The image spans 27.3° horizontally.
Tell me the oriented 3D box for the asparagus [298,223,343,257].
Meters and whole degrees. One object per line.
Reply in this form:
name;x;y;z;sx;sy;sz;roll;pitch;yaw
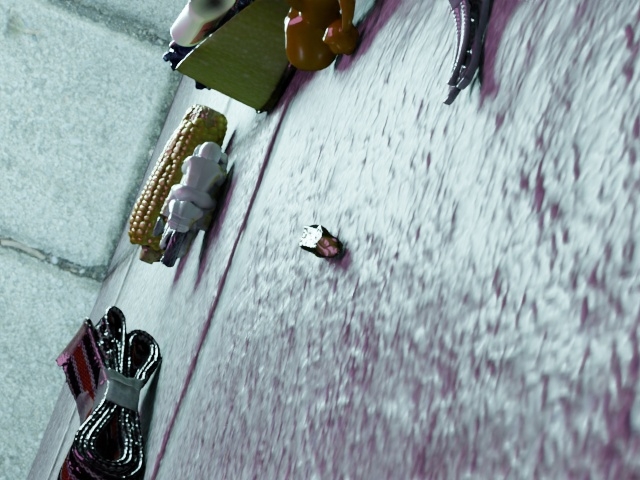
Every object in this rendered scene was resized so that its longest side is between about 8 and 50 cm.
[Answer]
asparagus;0.000;0.001;1.080;0.108;0.021;0.025;-154;87;-78

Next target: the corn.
corn;-0.220;-0.084;2.029;0.097;0.097;0.261;-140;73;-77

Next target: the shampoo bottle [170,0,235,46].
shampoo bottle;-0.161;-0.298;1.763;0.072;0.043;0.099;-38;0;-32

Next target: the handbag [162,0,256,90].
handbag;-0.139;-0.303;1.941;0.162;0.113;0.260;-60;-5;16

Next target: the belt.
belt;-0.273;0.220;1.689;0.094;0.126;0.359;-52;23;22

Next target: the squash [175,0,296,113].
squash;-0.083;-0.286;1.731;0.220;0.133;0.220;-59;10;17

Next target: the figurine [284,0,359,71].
figurine;0.007;-0.232;1.346;0.176;0.121;0.122;106;150;-53

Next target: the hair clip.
hair clip;0.093;-0.142;0.893;0.030;0.039;0.115;119;165;-53

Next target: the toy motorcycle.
toy motorcycle;-0.175;-0.066;1.850;0.228;0.074;0.151;-69;2;-54
